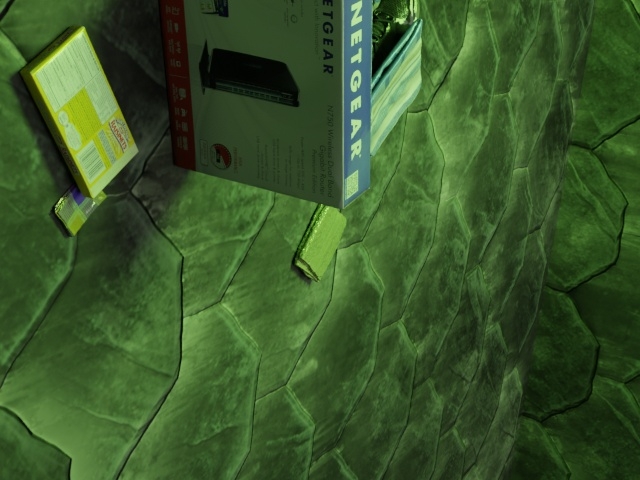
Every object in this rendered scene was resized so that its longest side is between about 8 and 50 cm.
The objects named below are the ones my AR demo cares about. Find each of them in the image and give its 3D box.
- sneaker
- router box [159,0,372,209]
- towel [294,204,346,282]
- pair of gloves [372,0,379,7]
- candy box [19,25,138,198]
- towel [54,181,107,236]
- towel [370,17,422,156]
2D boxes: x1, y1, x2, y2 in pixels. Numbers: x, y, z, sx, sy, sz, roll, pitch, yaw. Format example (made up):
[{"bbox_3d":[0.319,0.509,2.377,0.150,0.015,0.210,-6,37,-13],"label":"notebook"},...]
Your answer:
[{"bbox_3d":[0.103,-0.381,1.886,0.227,0.087,0.130,-61,156,10],"label":"sneaker"},{"bbox_3d":[-0.077,-0.239,1.428,0.082,0.301,0.335,-39,136,-48],"label":"router box"},{"bbox_3d":[0.000,0.000,1.986,0.148,0.027,0.110,-65,150,-14],"label":"towel"},{"bbox_3d":[0.095,-0.511,1.897,0.159,0.023,0.198,-65,152,-16],"label":"pair of gloves"},{"bbox_3d":[-0.309,-0.164,1.328,0.105,0.027,0.206,-56,144,-35],"label":"candy box"},{"bbox_3d":[-0.325,-0.050,1.385,0.083,0.009,0.060,-56,146,-30],"label":"towel"},{"bbox_3d":[0.137,-0.282,1.952,0.209,0.034,0.285,-55,169,-10],"label":"towel"}]
